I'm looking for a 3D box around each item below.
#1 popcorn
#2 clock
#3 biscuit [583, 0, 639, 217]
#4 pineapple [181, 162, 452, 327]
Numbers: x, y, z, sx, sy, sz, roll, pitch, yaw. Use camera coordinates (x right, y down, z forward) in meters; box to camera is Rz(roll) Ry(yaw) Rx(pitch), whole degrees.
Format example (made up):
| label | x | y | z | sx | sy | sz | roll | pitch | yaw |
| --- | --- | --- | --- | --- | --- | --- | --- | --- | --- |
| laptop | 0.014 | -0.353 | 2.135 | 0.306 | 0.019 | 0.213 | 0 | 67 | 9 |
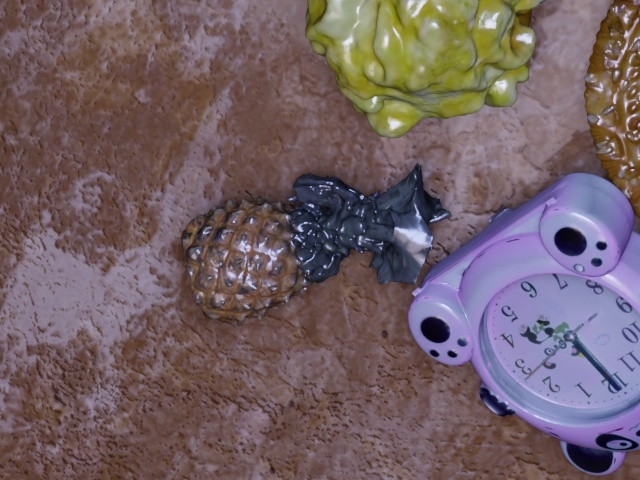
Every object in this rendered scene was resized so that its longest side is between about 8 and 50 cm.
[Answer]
| label | x | y | z | sx | sy | sz | roll | pitch | yaw |
| --- | --- | --- | --- | --- | --- | --- | --- | --- | --- |
| popcorn | 0.101 | -0.201 | 1.474 | 0.181 | 0.217 | 0.235 | 22 | 120 | 34 |
| clock | 0.227 | 0.080 | 1.556 | 0.248 | 0.090 | 0.227 | 46 | 127 | -10 |
| biscuit | 0.371 | -0.123 | 1.483 | 0.305 | 0.038 | 0.305 | 1 | 106 | 2 |
| pineapple | 0.000 | 0.000 | 1.602 | 0.237 | 0.111 | 0.119 | -17 | 124 | 12 |
